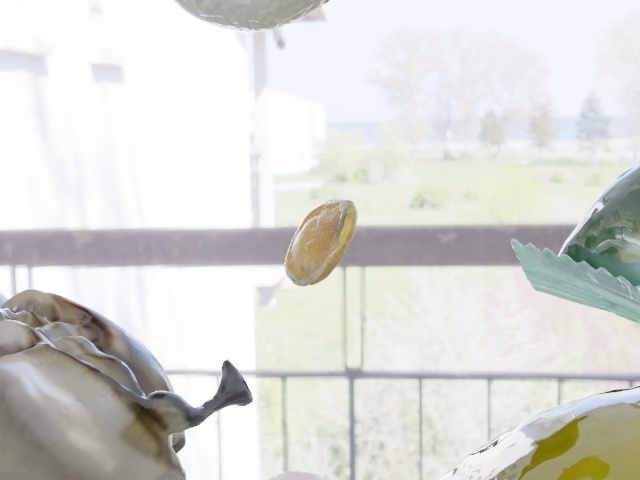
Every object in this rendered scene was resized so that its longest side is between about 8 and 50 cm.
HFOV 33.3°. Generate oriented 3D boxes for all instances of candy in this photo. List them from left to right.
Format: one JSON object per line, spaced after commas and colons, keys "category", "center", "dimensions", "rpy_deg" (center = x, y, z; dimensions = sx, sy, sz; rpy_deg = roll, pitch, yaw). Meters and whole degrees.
{"category": "candy", "center": [0.411, -0.050, 1.074], "dimensions": [0.398, 0.172, 0.263], "rpy_deg": [-45, 36, -17]}

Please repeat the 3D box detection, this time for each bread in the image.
{"category": "bread", "center": [0.000, 0.000, 1.116], "dimensions": [0.024, 0.110, 0.110], "rpy_deg": [33, -10, -27]}

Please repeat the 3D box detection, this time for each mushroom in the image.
{"category": "mushroom", "center": [-0.187, 0.133, 0.597], "dimensions": [0.294, 0.362, 0.362], "rpy_deg": [-40, 4, 5]}

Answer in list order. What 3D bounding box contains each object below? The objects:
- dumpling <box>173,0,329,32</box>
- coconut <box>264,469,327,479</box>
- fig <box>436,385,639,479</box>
{"category": "dumpling", "center": [-0.031, -0.202, 0.700], "dimensions": [0.216, 0.126, 0.166], "rpy_deg": [-25, 4, 20]}
{"category": "coconut", "center": [-0.036, 0.426, 1.521], "dimensions": [0.171, 0.170, 0.183], "rpy_deg": [-1, 24, 2]}
{"category": "fig", "center": [0.173, 0.211, 0.402], "dimensions": [0.343, 0.343, 0.343], "rpy_deg": [-1, 7, 0]}
